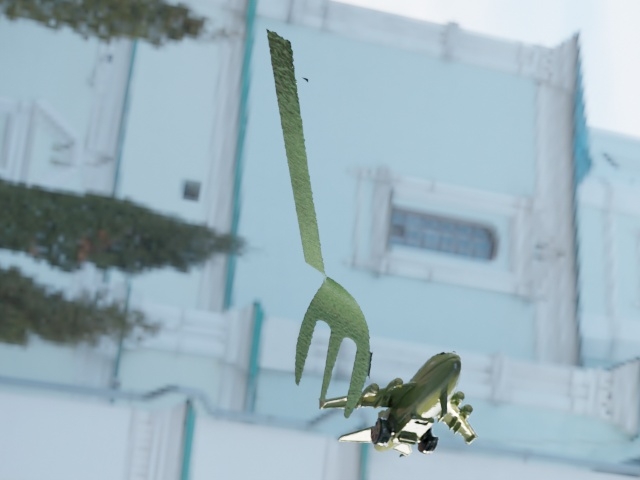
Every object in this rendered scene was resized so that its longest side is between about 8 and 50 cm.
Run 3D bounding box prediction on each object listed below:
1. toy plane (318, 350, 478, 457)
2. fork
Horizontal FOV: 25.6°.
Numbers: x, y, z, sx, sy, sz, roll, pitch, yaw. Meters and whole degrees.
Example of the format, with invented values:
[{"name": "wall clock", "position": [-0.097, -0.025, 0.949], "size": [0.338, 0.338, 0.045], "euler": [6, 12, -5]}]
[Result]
[{"name": "toy plane", "position": [0.055, 0.100, 0.826], "size": [0.111, 0.102, 0.040], "euler": [131, -35, -51]}, {"name": "fork", "position": [0.001, -0.001, 0.533], "size": [0.021, 0.039, 0.235], "euler": [-50, 156, -27]}]
